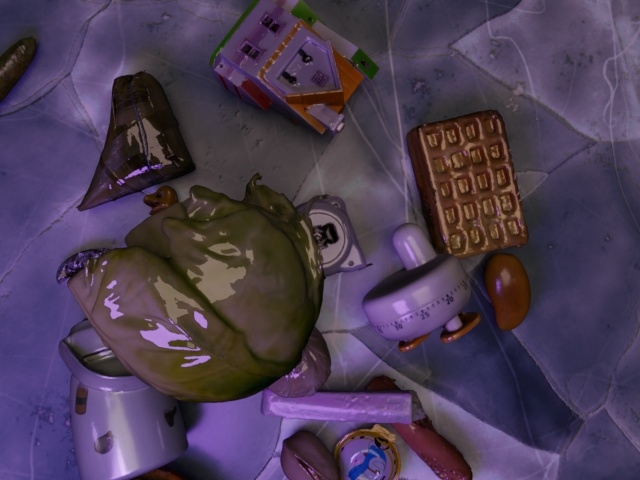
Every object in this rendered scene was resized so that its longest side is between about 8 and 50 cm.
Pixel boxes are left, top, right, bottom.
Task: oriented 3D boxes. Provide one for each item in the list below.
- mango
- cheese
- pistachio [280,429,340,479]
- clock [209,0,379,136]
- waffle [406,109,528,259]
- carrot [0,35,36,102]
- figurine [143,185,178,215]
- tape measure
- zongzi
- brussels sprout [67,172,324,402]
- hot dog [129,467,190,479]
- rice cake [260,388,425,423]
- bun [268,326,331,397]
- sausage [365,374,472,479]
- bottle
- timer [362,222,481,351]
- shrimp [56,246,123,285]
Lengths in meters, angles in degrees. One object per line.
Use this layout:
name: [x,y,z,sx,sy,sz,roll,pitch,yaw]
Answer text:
mango: [0.433,0.118,1.130,0.102,0.085,0.184,-12,93,-4]
cheese: [0.085,0.527,1.094,0.157,0.064,0.250,31,96,6]
pistachio: [-0.022,0.488,1.065,0.149,0.113,0.113,33,85,26]
clock: [-0.047,-0.371,1.089,0.309,0.166,0.235,36,85,6]
waffle: [0.338,-0.123,1.133,0.224,0.098,0.327,-13,90,-3]
carrot: [-0.749,-0.312,1.086,0.074,0.074,0.358,34,84,-1]
figurine: [-0.319,-0.042,1.097,0.122,0.121,0.176,-12,77,-32]
tape measure: [-0.002,0.004,1.098,0.178,0.105,0.196,-25,90,-4]
zongzi: [-0.447,-0.220,1.076,0.274,0.125,0.250,-21,89,1]
brussels sprout: [-0.181,0.109,0.898,0.425,0.342,0.361,-30,88,-15]
hot dog: [-0.311,0.669,1.006,0.267,0.174,0.387,-26,90,-2]
rice cake: [0.040,0.357,1.061,0.365,0.056,0.072,-2,82,13]
bun: [-0.061,0.246,1.050,0.173,0.113,0.166,10,59,16]
sausage: [0.228,0.436,1.097,0.079,0.087,0.326,-42,90,8]
bottle: [-0.407,0.293,1.009,0.229,0.229,0.351,-15,80,-4]
timer: [0.194,0.096,1.043,0.233,0.233,0.240,-29,92,-5]
shrimp: [-0.511,0.051,1.088,0.165,0.056,0.065,-20,73,5]
